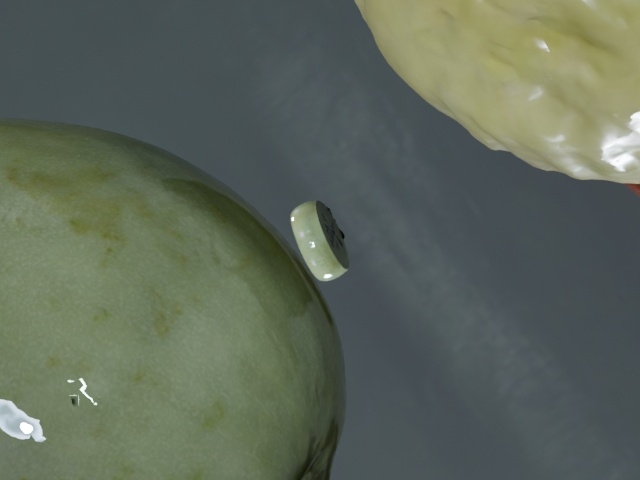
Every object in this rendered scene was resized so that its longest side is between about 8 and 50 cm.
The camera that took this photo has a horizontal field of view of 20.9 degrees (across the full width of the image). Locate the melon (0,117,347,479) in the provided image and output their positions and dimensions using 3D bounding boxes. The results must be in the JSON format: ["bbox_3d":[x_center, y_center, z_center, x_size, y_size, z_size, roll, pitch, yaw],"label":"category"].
[{"bbox_3d":[-0.129,0.067,0.844,0.308,0.272,0.272,35,151,-9],"label":"melon"}]

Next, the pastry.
[{"bbox_3d":[0.180,-0.229,0.946,0.388,0.388,0.313,35,155,33],"label":"pastry"}]

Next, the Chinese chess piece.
[{"bbox_3d":[0.000,0.000,1.762,0.084,0.034,0.084,60,-167,-25],"label":"Chinese chess piece"}]

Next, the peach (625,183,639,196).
[{"bbox_3d":[0.416,-0.133,1.898,0.257,0.232,0.232,52,152,-18],"label":"peach"}]
